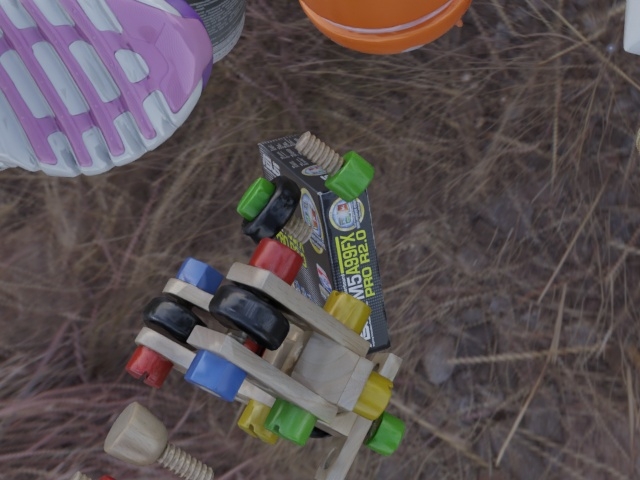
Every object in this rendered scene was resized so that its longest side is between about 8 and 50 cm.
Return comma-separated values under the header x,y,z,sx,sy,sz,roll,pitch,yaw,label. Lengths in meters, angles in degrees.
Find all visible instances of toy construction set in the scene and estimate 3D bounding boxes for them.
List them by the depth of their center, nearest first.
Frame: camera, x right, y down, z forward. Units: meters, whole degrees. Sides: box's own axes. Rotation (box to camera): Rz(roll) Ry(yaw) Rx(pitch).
x,y,z,sx,sy,sz,roll,pitch,yaw,label
-0.025,0.135,0.867,0.237,0.309,0.257,36,138,-15,toy construction set

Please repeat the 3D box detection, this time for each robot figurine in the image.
x,y,z,sx,sy,sz,roll,pitch,yaw,label
0.034,-0.199,0.680,0.158,0.219,0.128,-31,62,-2,robot figurine

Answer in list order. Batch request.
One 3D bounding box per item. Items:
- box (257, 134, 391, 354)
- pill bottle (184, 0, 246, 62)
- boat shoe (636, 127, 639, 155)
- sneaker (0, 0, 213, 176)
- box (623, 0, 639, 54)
x,y,z,sx,sy,sz,roll,pitch,yaw,label
0.000,0.000,1.412,0.060,0.270,0.216,-16,112,-14,box
-0.157,-0.315,1.245,0.161,0.283,0.161,2,74,-7,pill bottle
0.510,-0.127,1.382,0.121,0.341,0.110,17,73,-18,boat shoe
-0.150,-0.079,0.566,0.236,0.104,0.095,-13,107,28,sneaker
0.162,-0.107,0.350,0.101,0.087,0.102,10,75,-12,box
